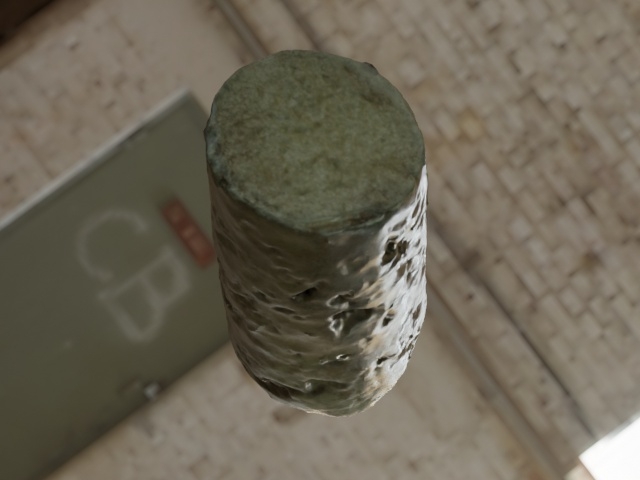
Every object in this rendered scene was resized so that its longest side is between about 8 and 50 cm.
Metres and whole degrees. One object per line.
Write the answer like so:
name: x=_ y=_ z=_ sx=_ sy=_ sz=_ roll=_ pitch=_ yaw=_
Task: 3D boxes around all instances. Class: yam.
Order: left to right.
yam: x=0.000 y=0.000 z=0.682 sx=0.078 sy=0.078 sz=0.179 roll=52 pitch=-14 yaw=21
